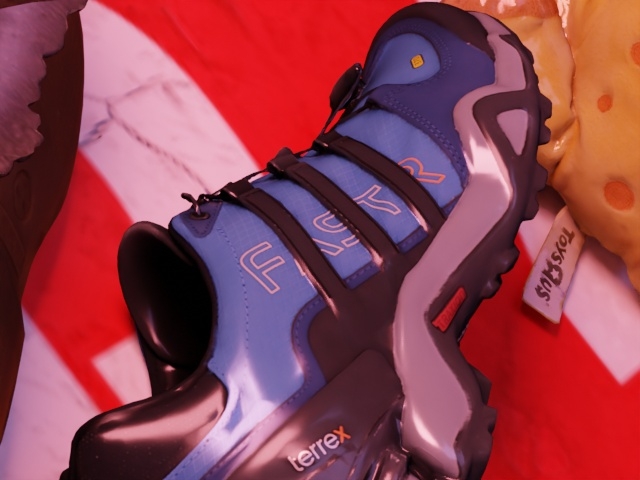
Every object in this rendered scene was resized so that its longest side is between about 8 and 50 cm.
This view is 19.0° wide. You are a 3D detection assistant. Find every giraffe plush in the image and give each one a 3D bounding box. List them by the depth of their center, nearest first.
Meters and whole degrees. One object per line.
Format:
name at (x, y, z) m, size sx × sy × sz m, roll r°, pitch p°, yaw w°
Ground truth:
giraffe plush at (0.160, -0.083, 0.804) m, size 0.181 × 0.170 × 0.210 m, roll 26°, pitch 49°, yaw -25°

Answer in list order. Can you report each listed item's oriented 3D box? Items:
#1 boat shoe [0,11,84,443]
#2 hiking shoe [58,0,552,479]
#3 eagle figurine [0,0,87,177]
boat shoe at (-0.127, -0.014, 0.627) m, size 0.073 × 0.073 × 0.207 m, roll -1°, pitch 43°, yaw 11°
hiking shoe at (0.000, 0.000, 0.682) m, size 0.132 × 0.113 × 0.304 m, roll 22°, pitch 41°, yaw -7°
eagle figurine at (-0.152, -0.104, 0.510) m, size 0.226 × 0.225 × 0.298 m, roll 58°, pitch -6°, yaw -28°
